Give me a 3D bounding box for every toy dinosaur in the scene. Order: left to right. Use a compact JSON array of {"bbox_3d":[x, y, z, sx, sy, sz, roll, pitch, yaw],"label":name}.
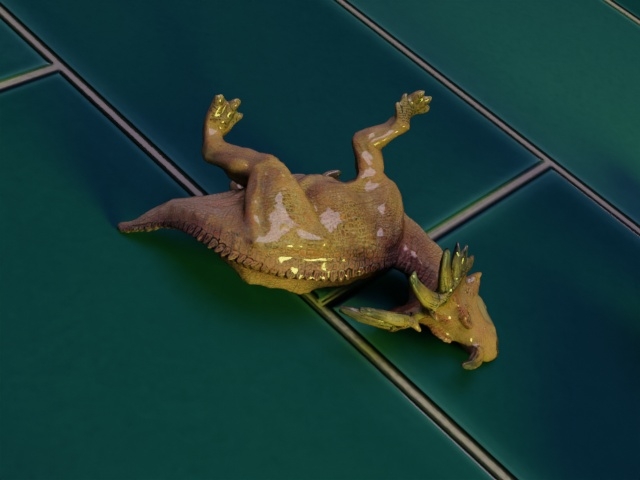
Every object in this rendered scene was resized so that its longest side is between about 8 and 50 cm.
[{"bbox_3d":[0.000,0.000,0.815,0.296,0.127,0.200,0,53,-13],"label":"toy dinosaur"}]
